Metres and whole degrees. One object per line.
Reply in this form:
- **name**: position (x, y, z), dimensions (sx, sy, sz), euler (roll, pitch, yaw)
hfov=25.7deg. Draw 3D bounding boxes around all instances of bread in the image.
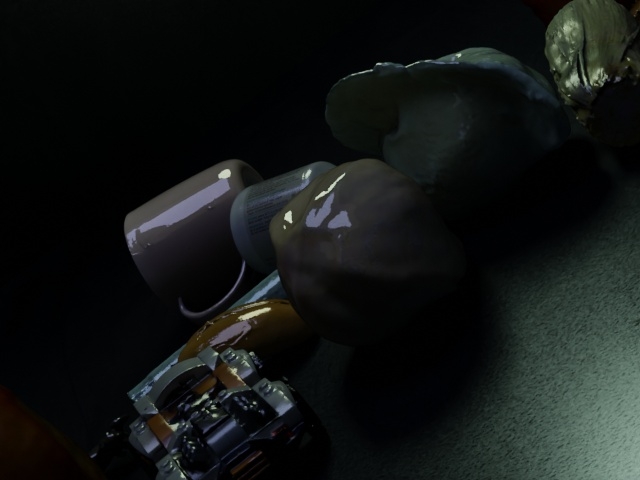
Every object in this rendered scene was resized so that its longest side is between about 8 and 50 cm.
- **bread**: position (-0.097, 0.121, 1.774), dimensions (0.189, 0.077, 0.114), euler (-25, -3, 7)

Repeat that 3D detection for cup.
- **cup**: position (-0.161, 0.011, 2.157), dimensions (0.200, 0.191, 0.253), euler (-30, 45, 15)

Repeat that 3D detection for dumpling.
- **dumpling**: position (0.169, -0.131, 1.756), dimensions (0.270, 0.211, 0.320), euler (-4, -32, -46)

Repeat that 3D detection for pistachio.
- **pistachio**: position (0.055, 0.009, 1.596), dimensions (0.226, 0.207, 0.332), euler (9, 7, 6)

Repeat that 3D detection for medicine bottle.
- **medicine bottle**: position (-0.007, -0.039, 1.975), dimensions (0.215, 0.135, 0.135), euler (-19, 22, 28)

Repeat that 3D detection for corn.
- **corn**: position (0.342, -0.210, 1.688), dimensions (0.122, 0.123, 0.305), euler (-55, 14, 22)

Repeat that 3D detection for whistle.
- **whistle**: position (-0.124, 0.130, 1.898), dimensions (0.312, 0.062, 0.062), euler (-40, 15, -9)

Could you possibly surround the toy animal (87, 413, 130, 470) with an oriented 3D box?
- **toy animal**: position (-0.320, 0.319, 1.780), dimensions (0.233, 0.084, 0.148), euler (-39, 3, -3)

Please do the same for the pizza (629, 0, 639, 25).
- **pizza**: position (0.534, -0.349, 1.731), dimensions (0.440, 0.130, 0.406), euler (-54, 9, -33)

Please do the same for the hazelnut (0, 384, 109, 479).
- **hazelnut**: position (-0.347, 0.318, 1.337), dimensions (0.366, 0.366, 0.366), euler (-35, 15, 11)

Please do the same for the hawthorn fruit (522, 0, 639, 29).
- **hawthorn fruit**: position (0.409, -0.420, 1.951), dimensions (0.300, 0.254, 0.254), euler (-36, 14, 17)

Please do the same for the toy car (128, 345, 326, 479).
- **toy car**: position (-0.106, 0.206, 1.523), dimensions (0.193, 0.118, 0.301), euler (-37, 15, -8)
